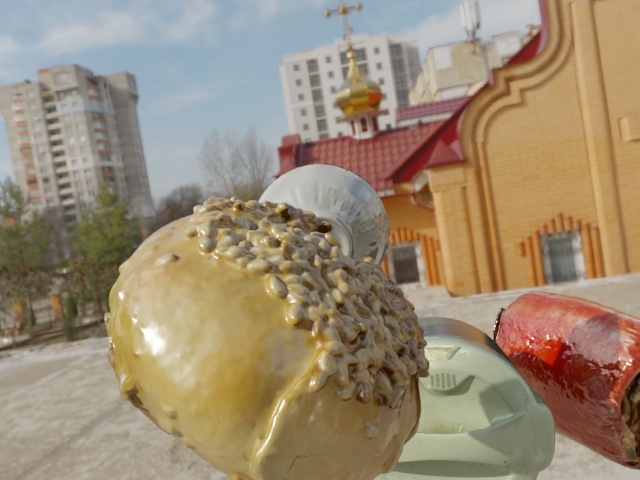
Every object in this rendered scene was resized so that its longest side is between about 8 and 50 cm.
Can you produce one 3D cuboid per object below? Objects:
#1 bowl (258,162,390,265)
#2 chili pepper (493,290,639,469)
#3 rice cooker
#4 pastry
[{"bbox_3d":[0.000,0.000,0.827,0.188,0.189,0.086,-9,15,3],"label":"bowl"},{"bbox_3d":[0.458,0.232,1.082,0.229,0.252,0.305,10,6,-22],"label":"chili pepper"},{"bbox_3d":[0.183,0.263,0.958,0.288,0.289,0.277,-9,2,6],"label":"rice cooker"},{"bbox_3d":[-0.036,0.071,0.570,0.284,0.184,0.316,23,13,-30],"label":"pastry"}]
